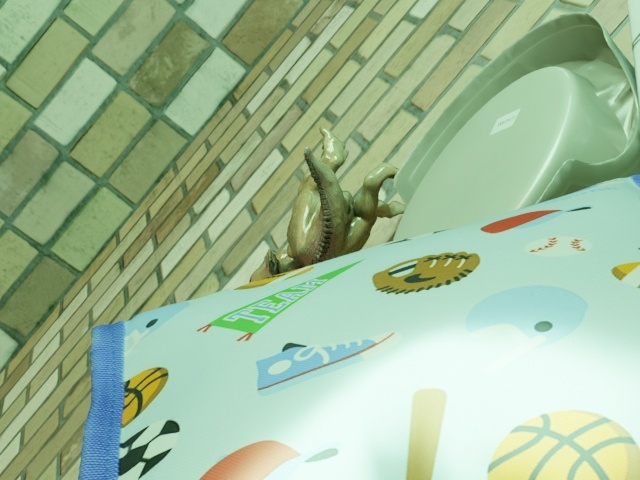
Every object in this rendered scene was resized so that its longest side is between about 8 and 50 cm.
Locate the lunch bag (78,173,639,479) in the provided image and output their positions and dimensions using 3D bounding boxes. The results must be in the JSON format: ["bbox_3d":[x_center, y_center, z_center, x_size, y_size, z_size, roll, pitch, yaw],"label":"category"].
[{"bbox_3d":[0.083,0.142,0.465,0.328,0.239,0.385,-18,15,-5],"label":"lunch bag"}]

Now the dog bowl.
[{"bbox_3d":[0.166,-0.034,1.053,0.349,0.102,0.349,-49,17,21],"label":"dog bowl"}]

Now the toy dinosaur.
[{"bbox_3d":[0.000,0.000,1.284,0.200,0.127,0.295,-57,-6,-9],"label":"toy dinosaur"}]

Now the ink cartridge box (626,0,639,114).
[{"bbox_3d":[0.340,-0.167,0.945,0.160,0.092,0.219,-38,23,34],"label":"ink cartridge box"}]
